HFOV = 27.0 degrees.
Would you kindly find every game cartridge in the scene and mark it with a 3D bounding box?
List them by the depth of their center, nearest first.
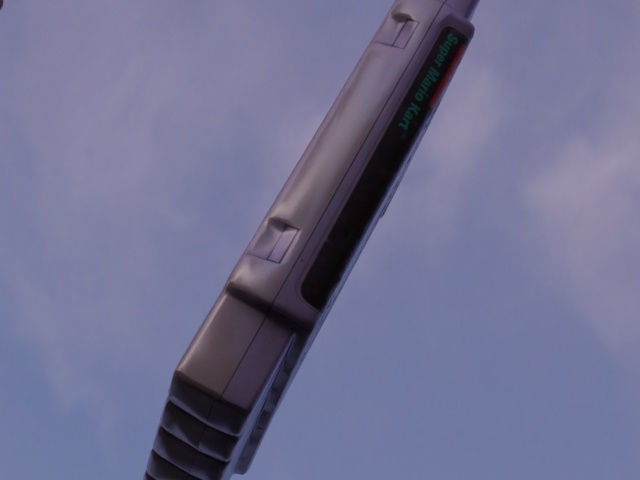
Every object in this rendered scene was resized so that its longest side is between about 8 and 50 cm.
[{"bbox_3d":[0.000,0.000,0.837,0.068,0.355,0.230,30,-32,-1],"label":"game cartridge"}]

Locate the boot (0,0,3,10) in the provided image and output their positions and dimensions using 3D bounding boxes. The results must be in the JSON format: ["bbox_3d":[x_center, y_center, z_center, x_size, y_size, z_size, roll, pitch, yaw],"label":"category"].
[{"bbox_3d":[-0.330,-0.128,0.843,0.213,0.077,0.165,8,-40,-40],"label":"boot"}]
